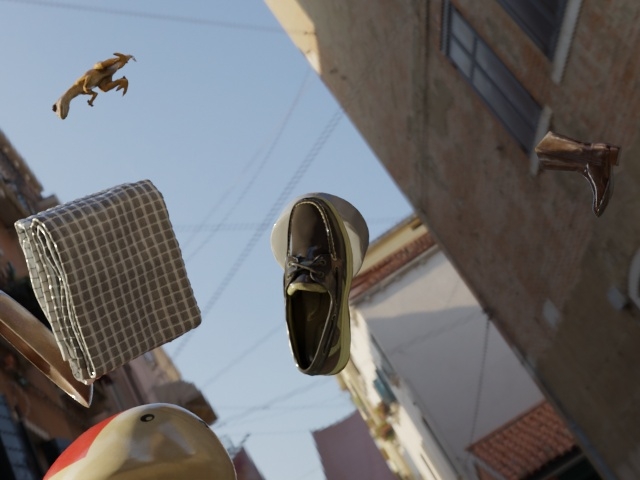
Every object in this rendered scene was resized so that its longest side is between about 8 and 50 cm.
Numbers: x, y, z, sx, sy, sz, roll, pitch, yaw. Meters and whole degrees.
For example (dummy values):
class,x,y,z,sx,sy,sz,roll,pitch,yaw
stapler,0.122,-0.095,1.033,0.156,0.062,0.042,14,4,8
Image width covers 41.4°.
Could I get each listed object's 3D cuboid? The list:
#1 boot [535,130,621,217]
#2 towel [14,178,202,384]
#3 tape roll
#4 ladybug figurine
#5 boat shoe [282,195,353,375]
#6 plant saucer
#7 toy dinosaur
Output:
class,x,y,z,sx,sy,sz,roll,pitch,yaw
boot,0.353,-0.094,1.190,0.037,0.114,0.106,14,-90,-62
towel,-0.330,0.063,1.365,0.121,0.283,0.235,-6,16,40
tape roll,0.000,0.000,1.945,0.219,0.219,0.072,-53,7,35
ladybug figurine,-0.318,0.403,1.409,0.305,0.162,0.449,16,-43,-34
boat shoe,-0.004,0.037,0.699,0.056,0.152,0.049,-10,-6,23
plant saucer,-0.527,0.188,1.562,0.050,0.310,0.310,-49,-20,-21
toy dinosaur,-0.341,-0.268,1.345,0.211,0.112,0.064,-46,-54,-38
